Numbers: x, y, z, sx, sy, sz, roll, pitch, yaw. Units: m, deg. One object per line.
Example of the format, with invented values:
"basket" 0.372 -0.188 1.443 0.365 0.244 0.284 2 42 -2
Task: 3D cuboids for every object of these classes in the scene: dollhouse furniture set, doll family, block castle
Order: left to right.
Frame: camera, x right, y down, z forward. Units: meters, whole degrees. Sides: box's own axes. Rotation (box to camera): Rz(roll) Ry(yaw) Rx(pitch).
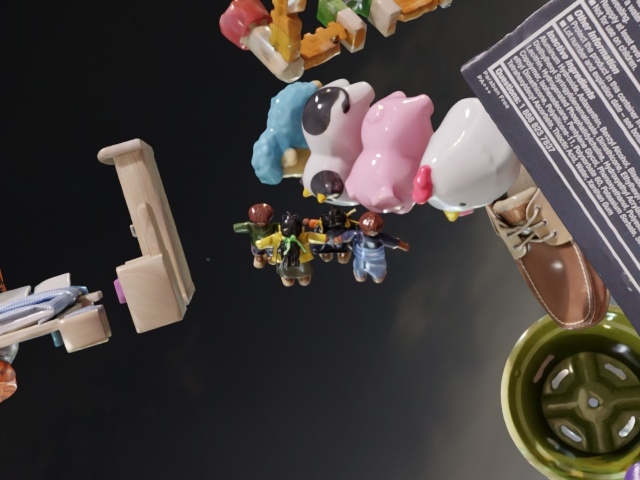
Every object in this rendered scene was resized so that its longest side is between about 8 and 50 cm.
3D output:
"dollhouse furniture set" -0.322 0.022 0.854 0.286 0.303 0.198 -158 50 -83
"doll family" 0.000 0.000 0.839 0.111 0.193 0.076 88 175 -50
"block castle" 0.048 -0.494 1.241 0.453 0.213 0.303 -31 -22 -24

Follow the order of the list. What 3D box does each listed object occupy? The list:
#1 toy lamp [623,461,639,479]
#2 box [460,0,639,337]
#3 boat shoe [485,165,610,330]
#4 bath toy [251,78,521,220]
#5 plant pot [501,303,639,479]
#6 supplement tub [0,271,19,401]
"toy lamp" 0.266 0.291 0.538 0.274 0.080 0.080 -78 -20 -45
"box" 0.322 -0.105 0.537 0.183 0.294 0.296 -35 -89 -39
"boat shoe" 0.271 -0.033 0.973 0.116 0.123 0.324 -5 -110 -48
"bath toy" 0.061 -0.092 0.841 0.129 0.348 0.151 -38 -57 -26
"plant pot" 0.442 0.257 1.204 0.254 0.276 0.276 37 -114 -68
"supplement tub" -0.585 0.090 1.125 0.207 0.207 0.338 14 -131 -64
